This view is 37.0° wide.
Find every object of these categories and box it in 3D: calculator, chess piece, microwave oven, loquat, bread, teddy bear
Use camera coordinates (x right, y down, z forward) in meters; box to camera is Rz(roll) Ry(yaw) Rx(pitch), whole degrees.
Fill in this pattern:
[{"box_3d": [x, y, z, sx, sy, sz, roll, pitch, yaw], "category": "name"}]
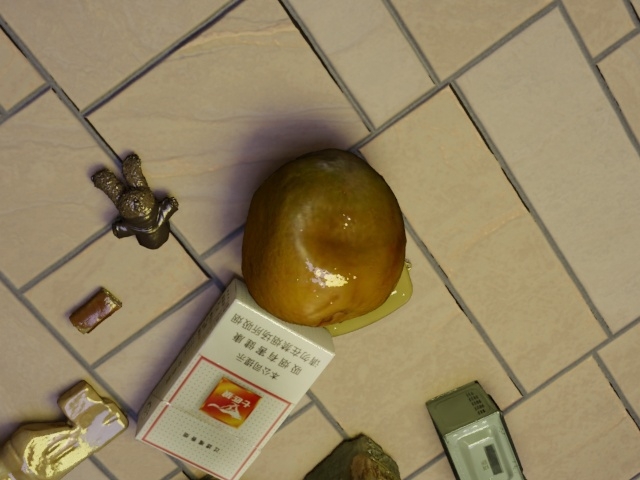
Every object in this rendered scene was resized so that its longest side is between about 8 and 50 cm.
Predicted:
[{"box_3d": [0.057, 0.091, 1.723, 0.236, 0.033, 0.157, -24, 113, -1], "category": "calculator"}, {"box_3d": [-0.488, 0.376, 1.692, 0.300, 0.137, 0.137, -34, 114, -11], "category": "chess piece"}, {"box_3d": [0.304, 0.401, 1.827, 0.122, 0.162, 0.208, -24, 109, -2], "category": "microwave oven"}, {"box_3d": [0.000, 0.000, 1.563, 0.275, 0.276, 0.284, -15, 89, -5], "category": "loquat"}, {"box_3d": [-0.387, 0.123, 1.646, 0.083, 0.036, 0.047, -40, 110, 3], "category": "bread"}, {"box_3d": [-0.298, -0.054, 1.572, 0.119, 0.078, 0.160, -29, 113, -3], "category": "teddy bear"}]

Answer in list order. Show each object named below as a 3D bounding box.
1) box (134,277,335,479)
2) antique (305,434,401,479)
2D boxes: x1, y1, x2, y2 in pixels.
[{"box_3d": [-0.153, 0.256, 1.698, 0.210, 0.095, 0.330, 31, 108, -18], "category": "box"}, {"box_3d": [0.021, 0.517, 1.836, 0.284, 0.150, 0.125, -41, 114, 15], "category": "antique"}]
